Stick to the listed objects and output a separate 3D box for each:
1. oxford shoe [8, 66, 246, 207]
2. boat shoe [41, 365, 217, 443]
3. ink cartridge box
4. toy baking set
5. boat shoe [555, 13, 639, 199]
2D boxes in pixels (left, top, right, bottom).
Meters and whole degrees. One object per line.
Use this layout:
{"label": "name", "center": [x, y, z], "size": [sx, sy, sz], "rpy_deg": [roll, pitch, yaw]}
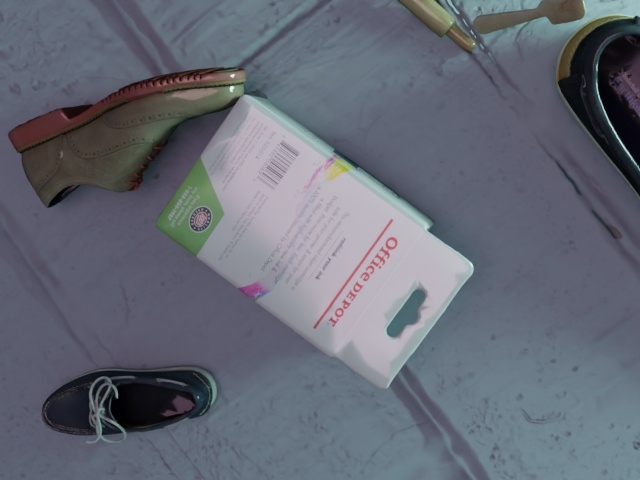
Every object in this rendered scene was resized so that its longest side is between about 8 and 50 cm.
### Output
{"label": "oxford shoe", "center": [-0.237, -0.135, 1.269], "size": [0.348, 0.123, 0.130], "rpy_deg": [-14, 97, 26]}
{"label": "boat shoe", "center": [-0.269, 0.225, 1.325], "size": [0.254, 0.079, 0.095], "rpy_deg": [-5, 94, 12]}
{"label": "ink cartridge box", "center": [0.000, 0.000, 1.230], "size": [0.353, 0.119, 0.207], "rpy_deg": [37, 100, 7]}
{"label": "toy baking set", "center": [0.180, -0.317, 1.160], "size": [0.256, 0.030, 0.197], "rpy_deg": [43, 138, -6]}
{"label": "boat shoe", "center": [0.465, -0.061, 1.117], "size": [0.187, 0.156, 0.500], "rpy_deg": [-42, 88, 10]}
